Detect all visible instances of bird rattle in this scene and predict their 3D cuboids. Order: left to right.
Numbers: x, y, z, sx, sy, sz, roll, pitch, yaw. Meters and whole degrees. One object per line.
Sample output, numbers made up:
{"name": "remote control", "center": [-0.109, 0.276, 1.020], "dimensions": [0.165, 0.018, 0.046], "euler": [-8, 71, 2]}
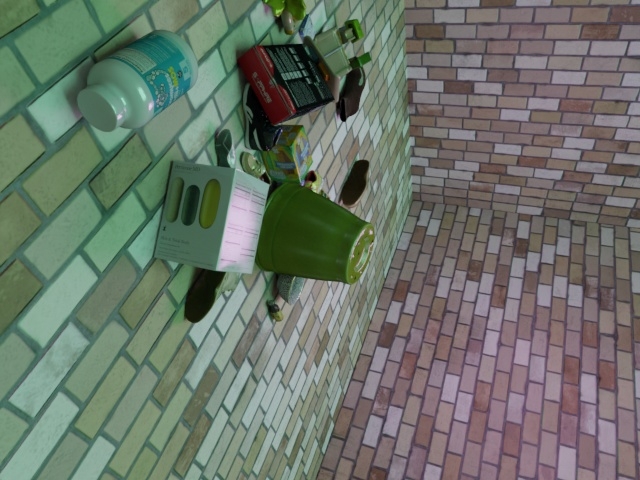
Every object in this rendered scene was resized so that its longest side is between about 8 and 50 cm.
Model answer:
{"name": "bird rattle", "center": [-0.104, -0.829, 1.671], "dimensions": [0.207, 0.143, 0.254], "euler": [87, 8, -58]}

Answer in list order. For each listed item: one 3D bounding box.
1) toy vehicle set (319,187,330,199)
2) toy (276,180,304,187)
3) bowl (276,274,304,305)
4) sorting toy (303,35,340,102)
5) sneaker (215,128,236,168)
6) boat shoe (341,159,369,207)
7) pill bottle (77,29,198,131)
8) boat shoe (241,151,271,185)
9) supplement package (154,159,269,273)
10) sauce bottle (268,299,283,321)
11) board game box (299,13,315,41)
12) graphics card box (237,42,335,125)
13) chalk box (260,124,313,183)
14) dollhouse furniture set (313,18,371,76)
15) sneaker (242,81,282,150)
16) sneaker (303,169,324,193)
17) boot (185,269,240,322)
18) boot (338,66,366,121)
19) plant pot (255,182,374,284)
{"name": "toy vehicle set", "center": [-0.022, -0.104, 2.251], "dimensions": [0.166, 0.035, 0.267], "euler": [38, 64, -66]}
{"name": "toy", "center": [-0.105, -0.224, 1.954], "dimensions": [0.237, 0.056, 0.137], "euler": [-49, 143, -55]}
{"name": "bowl", "center": [-0.130, 0.176, 2.014], "dimensions": [0.170, 0.080, 0.170], "euler": [16, 90, -76]}
{"name": "sorting toy", "center": [-0.002, -0.632, 1.835], "dimensions": [0.038, 0.208, 0.193], "euler": [-34, 170, -8]}
{"name": "sneaker", "center": [-0.283, -0.266, 1.490], "dimensions": [0.061, 0.053, 0.152], "euler": [-63, 160, -60]}
{"name": "boat shoe", "center": [0.205, -0.288, 2.644], "dimensions": [0.110, 0.121, 0.341], "euler": [73, 31, -48]}
{"name": "pill bottle", "center": [-0.387, -0.334, 1.044], "dimensions": [0.264, 0.146, 0.146], "euler": [-60, 151, -42]}
{"name": "boat shoe", "center": [-0.212, -0.240, 1.662], "dimensions": [0.170, 0.059, 0.063], "euler": [59, 45, -60]}
{"name": "supplement package", "center": [-0.291, -0.058, 1.337], "dimensions": [0.198, 0.199, 0.263], "euler": [17, 83, -69]}
{"name": "sauce bottle", "center": [-0.184, 0.284, 1.990], "dimensions": [0.128, 0.042, 0.042], "euler": [69, 36, -49]}
{"name": "board game box", "center": [-0.050, -0.806, 1.896], "dimensions": [0.090, 0.020, 0.090], "euler": [55, 47, -61]}
{"name": "graphics card box", "center": [-0.102, -0.533, 1.643], "dimensions": [0.233, 0.094, 0.371], "euler": [60, 32, -9]}
{"name": "chalk box", "center": [-0.117, -0.295, 1.777], "dimensions": [0.213, 0.132, 0.132], "euler": [74, 32, -43]}
{"name": "dollhouse furniture set", "center": [0.051, -0.800, 2.105], "dimensions": [0.301, 0.151, 0.198], "euler": [-41, 118, -34]}
{"name": "sneaker", "center": [-0.180, -0.399, 1.589], "dimensions": [0.079, 0.121, 0.217], "euler": [-44, 138, -59]}
{"name": "sneaker", "center": [-0.049, -0.209, 2.091], "dimensions": [0.094, 0.081, 0.209], "euler": [57, 39, -53]}
{"name": "boot", "center": [-0.324, 0.154, 1.512], "dimensions": [0.213, 0.077, 0.165], "euler": [-63, 171, -2]}
{"name": "boot", "center": [0.149, -0.714, 2.355], "dimensions": [0.207, 0.090, 0.249], "euler": [-56, 152, -52]}
{"name": "plant pot", "center": [0.000, 0.000, 1.833], "dimensions": [0.366, 0.352, 0.367], "euler": [-48, 149, -43]}
